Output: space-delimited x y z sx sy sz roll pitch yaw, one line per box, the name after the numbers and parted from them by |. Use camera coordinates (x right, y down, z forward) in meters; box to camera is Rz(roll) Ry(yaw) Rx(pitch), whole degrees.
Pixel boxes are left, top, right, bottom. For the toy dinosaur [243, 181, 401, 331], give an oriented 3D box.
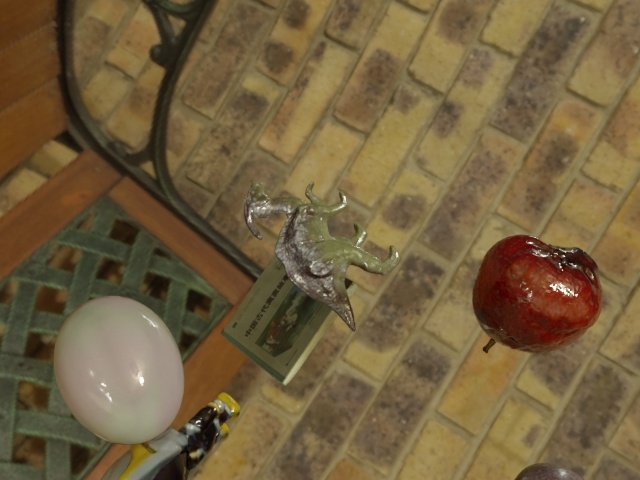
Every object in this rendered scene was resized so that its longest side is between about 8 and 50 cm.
-0.001 0.002 1.225 0.162 0.294 0.077 -36 156 -14 | toy dinosaur

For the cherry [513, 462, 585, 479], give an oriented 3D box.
0.346 0.408 1.093 0.140 0.176 0.176 -47 163 -31 | cherry

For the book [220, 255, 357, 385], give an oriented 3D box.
-0.065 0.128 1.348 0.215 0.025 0.283 -55 -150 -10 | book

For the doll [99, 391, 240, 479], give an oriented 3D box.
-0.213 0.310 1.032 0.145 0.103 0.316 -38 176 30 | doll

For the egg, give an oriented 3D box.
-0.171 0.110 0.638 0.103 0.135 0.103 -26 154 -14 | egg

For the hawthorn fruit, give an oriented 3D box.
0.376 0.114 1.367 0.230 0.210 0.266 2 140 -31 | hawthorn fruit
